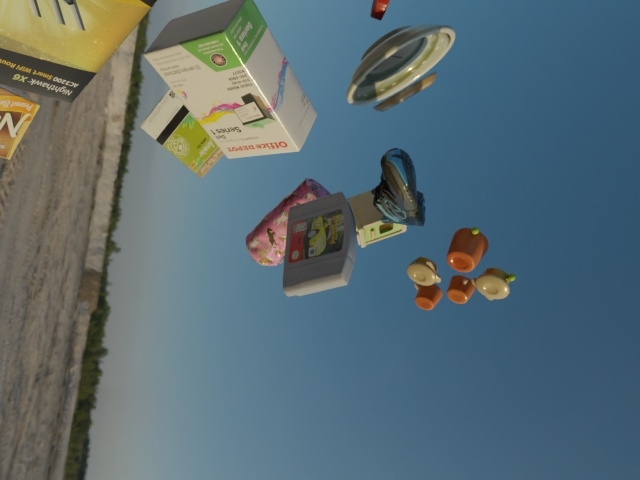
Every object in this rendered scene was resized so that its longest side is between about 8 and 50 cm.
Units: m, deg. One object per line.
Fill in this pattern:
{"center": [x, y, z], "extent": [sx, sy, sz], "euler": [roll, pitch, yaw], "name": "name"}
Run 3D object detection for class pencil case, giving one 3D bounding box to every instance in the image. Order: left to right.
{"center": [-0.115, -0.067, 1.761], "extent": [0.386, 0.167, 0.160], "euler": [-42, -139, 23], "name": "pencil case"}

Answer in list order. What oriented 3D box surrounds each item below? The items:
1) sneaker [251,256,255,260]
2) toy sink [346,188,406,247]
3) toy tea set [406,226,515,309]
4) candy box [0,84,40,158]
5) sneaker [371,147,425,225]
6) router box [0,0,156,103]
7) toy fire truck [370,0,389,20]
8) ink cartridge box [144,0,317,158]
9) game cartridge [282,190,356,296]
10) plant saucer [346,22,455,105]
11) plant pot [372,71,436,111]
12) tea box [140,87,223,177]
{"center": [-0.232, -0.022, 1.965], "extent": [0.314, 0.136, 0.115], "euler": [-41, -129, 35], "name": "sneaker"}
{"center": [0.163, -0.071, 1.545], "extent": [0.153, 0.234, 0.131], "euler": [72, 0, -64], "name": "toy sink"}
{"center": [0.370, 0.081, 1.277], "extent": [0.336, 0.200, 0.124], "euler": [-28, -161, 53], "name": "toy tea set"}
{"center": [-0.918, -0.346, 1.160], "extent": [0.088, 0.316, 0.183], "euler": [34, -86, 19], "name": "candy box"}
{"center": [0.201, -0.125, 1.253], "extent": [0.140, 0.341, 0.125], "euler": [-3, -117, 19], "name": "sneaker"}
{"center": [-0.349, -0.290, 0.478], "extent": [0.243, 0.309, 0.081], "euler": [-37, -104, 22], "name": "router box"}
{"center": [0.212, -0.840, 1.321], "extent": [0.254, 0.169, 0.302], "euler": [140, -40, -76], "name": "toy fire truck"}
{"center": [-0.162, -0.299, 0.894], "extent": [0.201, 0.278, 0.117], "euler": [1, -123, 31], "name": "ink cartridge box"}
{"center": [0.000, 0.000, 1.223], "extent": [0.196, 0.060, 0.294], "euler": [-13, -129, 18], "name": "game cartridge"}
{"center": [0.246, -0.603, 1.517], "extent": [0.100, 0.400, 0.400], "euler": [63, -32, 4], "name": "plant saucer"}
{"center": [0.285, -0.493, 1.531], "extent": [0.032, 0.236, 0.236], "euler": [61, -23, -12], "name": "plant pot"}
{"center": [-0.494, -0.506, 1.894], "extent": [0.329, 0.323, 0.220], "euler": [-40, -159, 28], "name": "tea box"}
